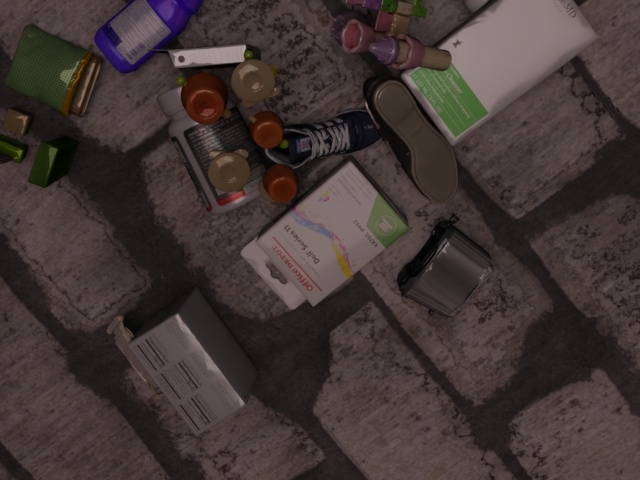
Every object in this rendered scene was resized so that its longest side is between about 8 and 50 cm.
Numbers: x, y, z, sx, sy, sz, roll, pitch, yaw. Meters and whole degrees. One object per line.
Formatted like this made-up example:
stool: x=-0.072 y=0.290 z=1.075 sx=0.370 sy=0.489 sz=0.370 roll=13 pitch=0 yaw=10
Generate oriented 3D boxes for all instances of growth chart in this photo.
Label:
growth chart: x=-0.424 y=0.279 z=2.041 sx=0.021 sy=0.172 sz=0.237 roll=-39 pitch=99 yaw=-30

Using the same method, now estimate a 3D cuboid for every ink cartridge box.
ink cartridge box: x=0.000 y=0.000 z=1.954 sx=0.353 sy=0.119 sz=0.207 roll=-40 pitch=99 yaw=11
ink cartridge box: x=-0.241 y=-0.385 z=1.829 sx=0.209 sy=0.206 sz=0.045 roll=-1 pitch=100 yaw=4

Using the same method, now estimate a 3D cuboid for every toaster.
toaster: x=0.288 y=0.062 z=1.953 sx=0.146 sy=0.129 sz=0.227 roll=35 pitch=101 yaw=-9

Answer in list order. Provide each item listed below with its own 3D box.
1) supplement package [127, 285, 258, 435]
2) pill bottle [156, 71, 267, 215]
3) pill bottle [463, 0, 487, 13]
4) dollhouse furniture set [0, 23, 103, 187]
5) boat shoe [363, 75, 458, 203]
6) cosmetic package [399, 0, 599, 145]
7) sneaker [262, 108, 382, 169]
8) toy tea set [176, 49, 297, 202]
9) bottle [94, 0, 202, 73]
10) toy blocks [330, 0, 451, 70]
supplement package: x=-0.285 y=0.271 z=1.994 sx=0.145 sy=0.204 sz=0.261 roll=-32 pitch=100 yaw=11
pill bottle: x=-0.231 y=-0.212 z=1.894 sx=0.161 sy=0.161 sz=0.283 roll=-23 pitch=102 yaw=9
pill bottle: x=0.286 y=-0.566 z=1.804 sx=0.108 sy=0.108 sz=0.180 roll=-42 pitch=98 yaw=12
dollhouse furniture set: x=-0.623 y=-0.299 z=1.899 sx=0.198 sy=0.151 sz=0.301 roll=23 pitch=104 yaw=-2
boat shoe: x=0.199 y=-0.226 z=1.895 sx=0.112 sy=0.095 sz=0.335 roll=-38 pitch=121 yaw=-3
cosmetic package: x=0.366 y=-0.388 z=1.821 sx=0.366 sy=0.155 sz=0.197 roll=-38 pitch=98 yaw=12
sneaker: x=0.007 y=-0.219 z=1.882 sx=0.283 sy=0.153 sz=0.099 roll=-8 pitch=103 yaw=5
toy tea set: x=-0.160 y=-0.220 z=1.783 sx=0.200 sy=0.124 sz=0.335 roll=-16 pitch=116 yaw=-1
bottle: x=-0.350 y=-0.484 z=1.868 sx=0.283 sy=0.092 sz=0.118 roll=-37 pitch=100 yaw=11
toy blocks: x=0.099 y=-0.496 z=1.675 sx=0.260 sy=0.309 sz=0.288 roll=1 pitch=112 yaw=-36
